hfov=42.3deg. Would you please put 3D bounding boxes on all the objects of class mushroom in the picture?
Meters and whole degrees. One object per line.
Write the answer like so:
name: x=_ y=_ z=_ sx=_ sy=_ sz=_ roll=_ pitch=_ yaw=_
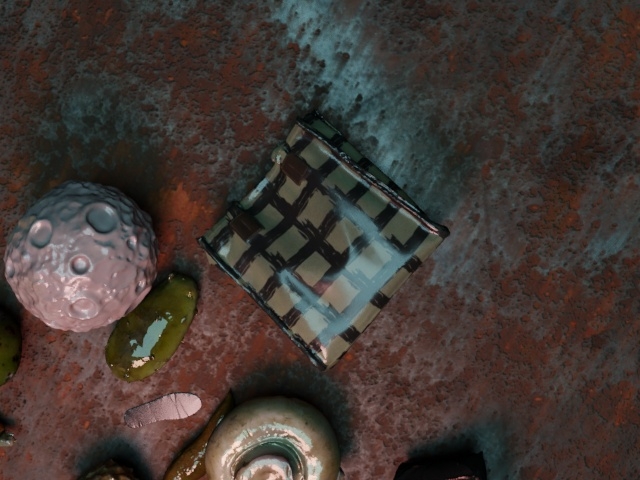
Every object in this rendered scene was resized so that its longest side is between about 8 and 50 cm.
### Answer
mushroom: x=-0.078 y=0.396 z=1.479 sx=0.255 sy=0.184 sz=0.255 roll=0 pitch=88 yaw=1

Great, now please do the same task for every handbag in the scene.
handbag: x=0.229 y=0.496 z=1.490 sx=0.169 sy=0.155 sz=0.215 roll=-12 pitch=99 yaw=18
handbag: x=0.000 y=0.000 z=1.429 sx=0.327 sy=0.162 sz=0.325 roll=42 pitch=96 yaw=2

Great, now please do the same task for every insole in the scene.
insole: x=-0.299 y=0.322 z=1.566 sx=0.152 sy=0.002 sz=0.053 roll=-19 pitch=97 yaw=5

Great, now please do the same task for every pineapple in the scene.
pineapple: x=-0.383 y=0.511 z=1.523 sx=0.166 sy=0.166 sz=0.193 roll=-31 pitch=95 yaw=7

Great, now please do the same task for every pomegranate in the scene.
pomegranate: x=-0.639 y=0.190 z=1.465 sx=0.179 sy=0.210 sz=0.179 roll=-3 pitch=81 yaw=20

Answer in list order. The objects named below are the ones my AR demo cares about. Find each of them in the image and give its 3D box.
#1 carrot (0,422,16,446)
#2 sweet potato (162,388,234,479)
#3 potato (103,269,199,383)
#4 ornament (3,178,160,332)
carrot: x=-0.731 y=0.343 z=1.566 sx=0.336 sy=0.069 sz=0.069 roll=12 pitch=99 yaw=7
sweet potato: x=-0.230 y=0.401 z=1.542 sx=0.067 sy=0.067 sz=0.274 roll=34 pitch=88 yaw=-2
potato: x=-0.301 y=0.158 z=1.499 sx=0.117 sy=0.090 sz=0.225 roll=38 pitch=91 yaw=3
ornament: x=-0.394 y=0.031 z=1.400 sx=0.225 sy=0.259 sz=0.259 roll=41 pitch=98 yaw=0
